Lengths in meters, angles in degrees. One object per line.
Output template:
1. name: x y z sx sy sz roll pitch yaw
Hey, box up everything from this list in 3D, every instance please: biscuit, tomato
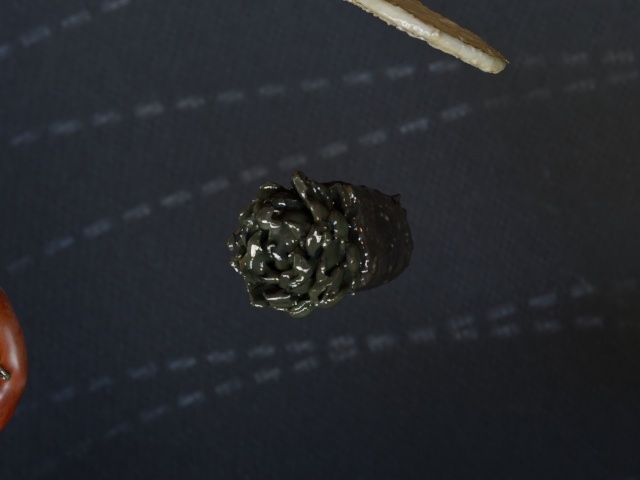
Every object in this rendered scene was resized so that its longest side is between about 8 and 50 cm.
1. biscuit: 0.060 -0.152 1.156 0.152 0.152 0.020 42 109 50
2. tomato: -0.276 0.099 1.329 0.139 0.091 0.159 -9 67 41

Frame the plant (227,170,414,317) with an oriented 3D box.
1. plant: 0.000 0.000 1.141 0.092 0.094 0.143 -8 2 33
